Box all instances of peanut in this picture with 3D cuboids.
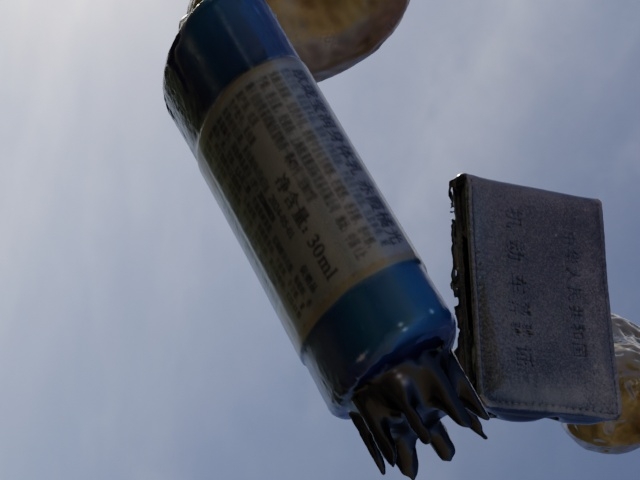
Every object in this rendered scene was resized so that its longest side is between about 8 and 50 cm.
[{"bbox_3d":[-0.016,-0.198,1.050,0.137,0.253,0.122,61,3,-29],"label":"peanut"},{"bbox_3d":[0.323,0.159,1.478,0.291,0.159,0.143,-49,161,-78],"label":"peanut"}]

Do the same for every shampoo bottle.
[{"bbox_3d":[0.000,0.000,0.464,0.183,0.050,0.087,61,-22,20],"label":"shampoo bottle"}]

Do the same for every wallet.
[{"bbox_3d":[0.194,0.055,1.127,0.036,0.167,0.222,-30,-124,57],"label":"wallet"}]
